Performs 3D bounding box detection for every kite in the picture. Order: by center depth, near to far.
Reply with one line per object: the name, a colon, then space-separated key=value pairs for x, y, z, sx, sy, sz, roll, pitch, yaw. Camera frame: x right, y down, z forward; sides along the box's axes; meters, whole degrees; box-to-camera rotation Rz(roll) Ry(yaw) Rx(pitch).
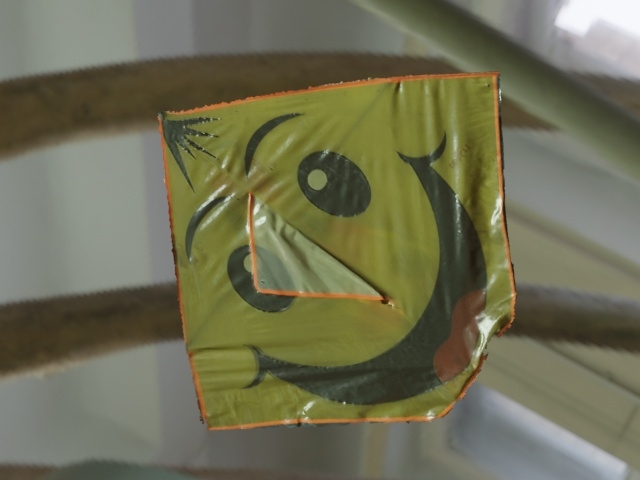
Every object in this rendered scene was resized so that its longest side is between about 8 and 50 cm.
kite: x=0.001 y=-0.001 z=1.260 sx=0.378 sy=0.327 sz=0.013 roll=-54 pitch=-6 yaw=17
